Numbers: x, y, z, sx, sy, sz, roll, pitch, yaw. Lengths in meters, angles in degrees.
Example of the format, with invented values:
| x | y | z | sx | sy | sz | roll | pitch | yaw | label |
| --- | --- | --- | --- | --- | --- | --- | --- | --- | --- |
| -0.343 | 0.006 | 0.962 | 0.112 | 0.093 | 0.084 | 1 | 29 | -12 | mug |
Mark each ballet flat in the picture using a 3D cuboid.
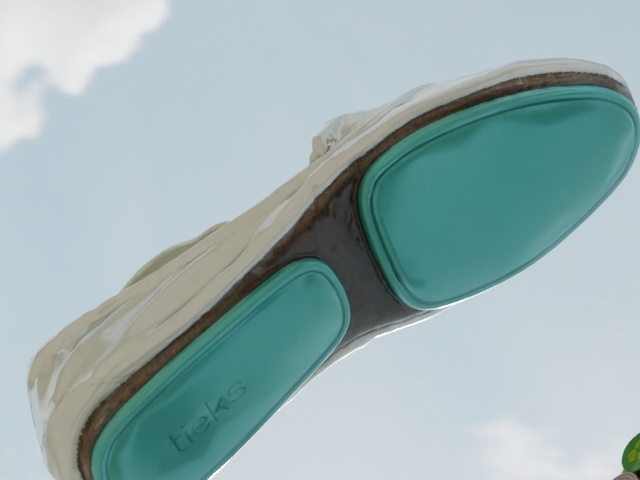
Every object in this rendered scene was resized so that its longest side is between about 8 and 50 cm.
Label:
| x | y | z | sx | sy | sz | roll | pitch | yaw | label |
| --- | --- | --- | --- | --- | --- | --- | --- | --- | --- |
| 0.000 | 0.000 | 0.918 | 0.139 | 0.400 | 0.139 | 47 | -19 | 23 | ballet flat |

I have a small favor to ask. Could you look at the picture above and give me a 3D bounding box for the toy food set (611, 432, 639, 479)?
| x | y | z | sx | sy | sz | roll | pitch | yaw | label |
| --- | --- | --- | --- | --- | --- | --- | --- | --- | --- |
| 0.148 | 0.121 | 0.710 | 0.083 | 0.020 | 0.082 | -61 | -158 | -14 | toy food set |
